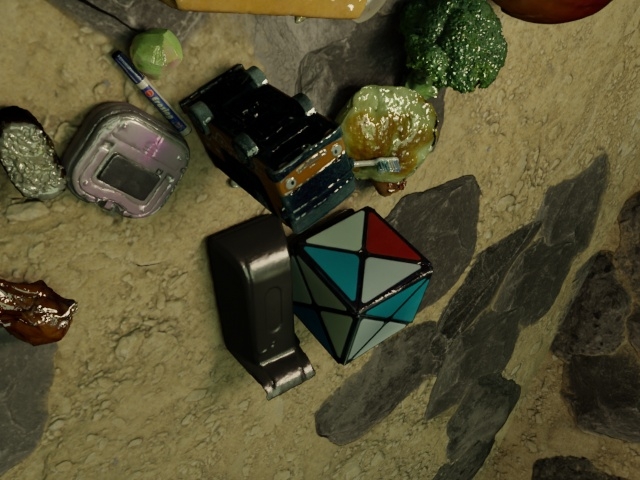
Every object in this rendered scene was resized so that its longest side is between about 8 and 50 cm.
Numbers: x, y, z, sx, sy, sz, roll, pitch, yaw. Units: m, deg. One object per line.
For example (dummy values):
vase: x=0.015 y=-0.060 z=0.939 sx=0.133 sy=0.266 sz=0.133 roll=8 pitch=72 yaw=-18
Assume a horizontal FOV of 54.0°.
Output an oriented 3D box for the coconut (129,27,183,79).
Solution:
coconut: x=-0.282 y=-0.315 z=1.060 sx=0.082 sy=0.081 sz=0.083 roll=-47 pitch=137 yaw=-63

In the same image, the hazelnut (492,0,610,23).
hazelnut: x=0.504 y=-0.664 z=1.286 sx=0.402 sy=0.402 sz=0.429 roll=-6 pitch=127 yaw=-39

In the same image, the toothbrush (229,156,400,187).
toothbrush: x=-0.007 y=-0.151 z=1.371 sx=0.386 sy=0.040 sz=0.040 roll=-7 pitch=124 yaw=-14

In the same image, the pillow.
pillow: x=0.000 y=0.000 z=1.556 sx=0.217 sy=0.033 sz=0.130 roll=-25 pitch=139 yaw=-27

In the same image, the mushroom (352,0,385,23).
mushroom: x=0.110 y=-0.534 z=1.241 sx=0.225 sy=0.093 sz=0.116 roll=-46 pitch=117 yaw=1

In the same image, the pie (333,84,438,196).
pie: x=0.147 y=-0.236 z=1.448 sx=0.274 sy=0.105 sz=0.257 roll=20 pitch=121 yaw=-37

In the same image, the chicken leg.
chicken leg: x=-0.570 y=0.092 z=1.091 sx=0.304 sy=0.093 sz=0.113 roll=38 pitch=73 yaw=-40

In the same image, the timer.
timer: x=-0.344 y=-0.138 z=1.133 sx=0.208 sy=0.069 sz=0.190 roll=26 pitch=102 yaw=-49

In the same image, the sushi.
sushi: x=-0.472 y=-0.138 z=1.011 sx=0.090 sy=0.078 sz=0.150 roll=-29 pitch=135 yaw=-15

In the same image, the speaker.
speaker: x=-0.123 y=0.153 z=1.444 sx=0.180 sy=0.184 sz=0.388 roll=-24 pitch=130 yaw=-27

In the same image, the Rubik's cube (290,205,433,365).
Rubik's cube: x=0.084 y=0.109 z=1.511 sx=0.248 sy=0.250 sz=0.246 roll=-29 pitch=150 yaw=-27

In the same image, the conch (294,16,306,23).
conch: x=-0.004 y=-0.505 z=1.141 sx=0.114 sy=0.137 sz=0.234 roll=13 pitch=101 yaw=-18

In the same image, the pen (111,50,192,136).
pen: x=-0.298 y=-0.258 z=1.121 sx=0.025 sy=0.025 sz=0.204 roll=-46 pitch=138 yaw=-6

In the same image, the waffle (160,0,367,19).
waffle: x=-0.135 y=-0.405 z=0.958 sx=0.348 sy=0.304 sz=0.077 roll=-10 pitch=125 yaw=-34

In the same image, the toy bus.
toy bus: x=-0.095 y=-0.171 z=1.141 sx=0.162 sy=0.323 sz=0.194 roll=-38 pitch=139 yaw=-16

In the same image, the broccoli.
broccoli: x=0.270 y=-0.419 z=1.382 sx=0.270 sy=0.270 sz=0.270 roll=-12 pitch=156 yaw=-36
